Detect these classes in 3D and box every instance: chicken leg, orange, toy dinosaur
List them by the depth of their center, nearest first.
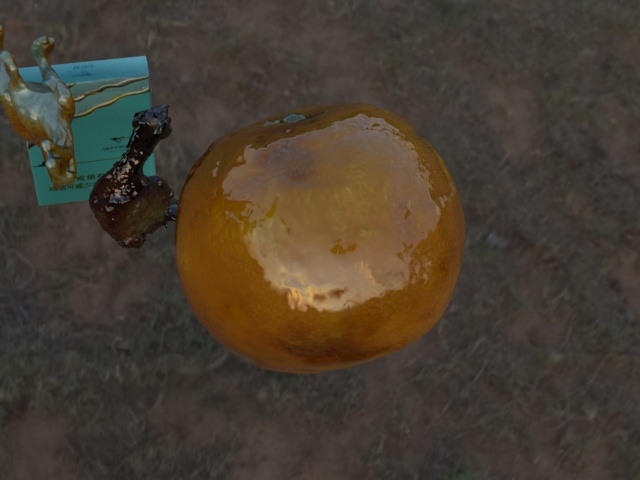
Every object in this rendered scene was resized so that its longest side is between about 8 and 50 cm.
[{"bbox_3d":[-0.217,-0.095,0.890,0.057,0.212,0.142,-19,83,-11],"label":"toy dinosaur"},{"bbox_3d":[0.000,0.000,0.995,0.261,0.261,0.261,7,55,-10],"label":"orange"},{"bbox_3d":[-0.191,-0.055,1.177,0.106,0.253,0.051,-35,75,-21],"label":"chicken leg"}]

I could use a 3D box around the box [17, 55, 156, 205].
[{"bbox_3d":[-0.295,-0.137,1.442,0.162,0.229,0.041,-8,55,-11],"label":"box"}]
